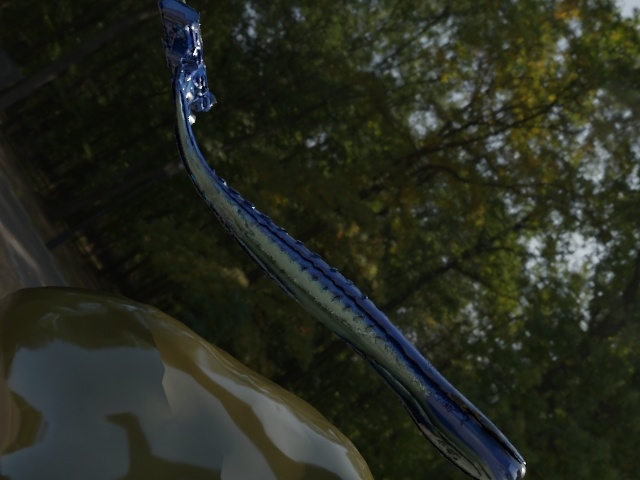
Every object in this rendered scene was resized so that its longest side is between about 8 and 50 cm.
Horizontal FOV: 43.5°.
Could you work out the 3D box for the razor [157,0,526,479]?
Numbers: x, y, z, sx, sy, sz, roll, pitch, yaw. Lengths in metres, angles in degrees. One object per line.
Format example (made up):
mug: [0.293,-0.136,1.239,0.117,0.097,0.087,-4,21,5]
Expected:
razor: [-0.010,0.006,0.442,0.324,0.056,0.093,53,-17,19]

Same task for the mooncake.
mooncake: [-0.192,0.240,0.430,0.262,0.467,0.467,38,-7,-20]
